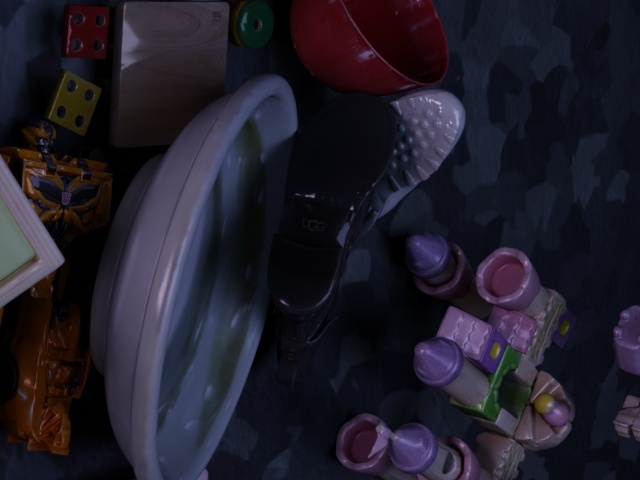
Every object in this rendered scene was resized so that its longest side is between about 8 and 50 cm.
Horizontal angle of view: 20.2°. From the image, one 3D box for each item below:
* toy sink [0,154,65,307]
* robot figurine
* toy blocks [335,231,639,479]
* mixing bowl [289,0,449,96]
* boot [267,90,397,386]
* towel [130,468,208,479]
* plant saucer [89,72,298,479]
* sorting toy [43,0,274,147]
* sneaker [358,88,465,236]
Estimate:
[{"bbox_3d":[-0.342,0.008,1.380,0.234,0.131,0.153,-35,126,-13],"label":"toy sink"},{"bbox_3d":[-0.260,0.040,1.570,0.211,0.085,0.291,7,96,-50],"label":"robot figurine"},{"bbox_3d":[0.180,0.143,1.919,0.260,0.309,0.288,41,69,-53],"label":"toy blocks"},{"bbox_3d":[0.035,-0.211,1.796,0.181,0.098,0.181,35,38,-33],"label":"mixing bowl"},{"bbox_3d":[0.000,0.000,1.805,0.229,0.091,0.263,91,20,-72],"label":"boot"},{"bbox_3d":[-0.233,0.396,1.725,0.317,0.053,0.331,-14,111,-46],"label":"towel"},{"bbox_3d":[-0.125,0.033,1.640,0.400,0.100,0.400,15,90,-80],"label":"plant saucer"},{"bbox_3d":[-0.156,-0.156,1.661,0.274,0.046,0.132,-9,107,-48],"label":"sorting toy"},{"bbox_3d":[0.085,-0.096,1.844,0.095,0.235,0.090,-36,86,-37],"label":"sneaker"}]
